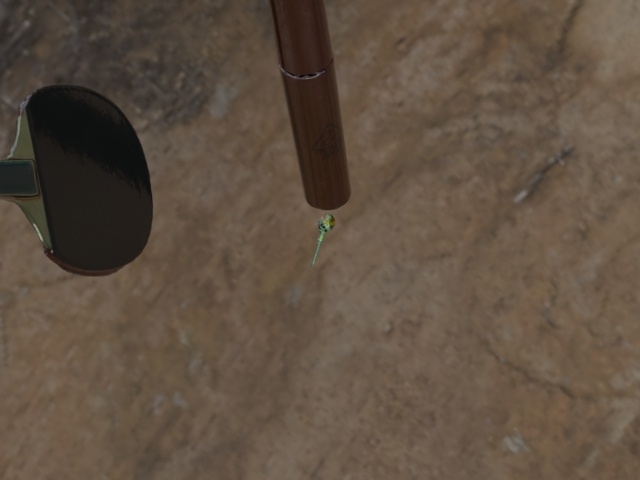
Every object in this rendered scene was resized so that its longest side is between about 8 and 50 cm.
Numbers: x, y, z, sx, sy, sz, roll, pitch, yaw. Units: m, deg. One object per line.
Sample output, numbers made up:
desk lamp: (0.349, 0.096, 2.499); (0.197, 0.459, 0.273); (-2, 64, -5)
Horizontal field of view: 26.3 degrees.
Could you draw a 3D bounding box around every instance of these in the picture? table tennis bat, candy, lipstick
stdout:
table tennis bat: (-0.227, -0.050, 1.167); (0.022, 0.301, 0.173); (-12, 88, 25)
candy: (0.000, 0.000, 1.899); (0.025, 0.023, 0.083); (39, 123, 35)
lipstick: (-0.010, -0.150, 1.367); (0.057, 0.356, 0.057); (-3, 54, 5)
